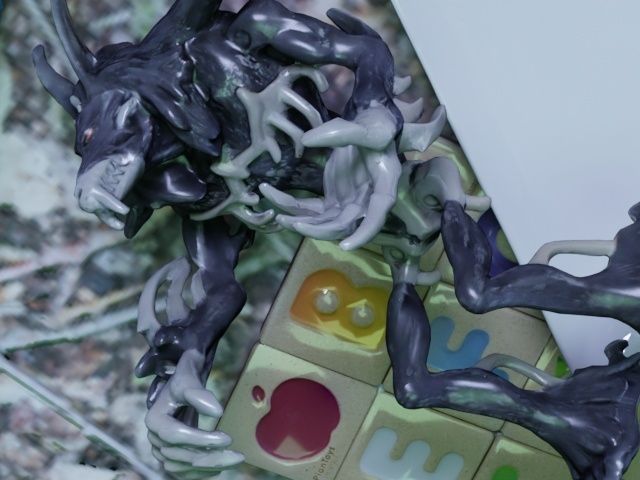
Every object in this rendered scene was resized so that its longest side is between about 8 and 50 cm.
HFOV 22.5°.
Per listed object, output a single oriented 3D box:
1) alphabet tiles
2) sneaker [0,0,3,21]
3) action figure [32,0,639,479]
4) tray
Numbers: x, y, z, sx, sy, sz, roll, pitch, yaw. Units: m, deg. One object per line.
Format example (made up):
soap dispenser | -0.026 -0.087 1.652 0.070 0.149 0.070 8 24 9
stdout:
alphabet tiles | 0.140 0.079 0.700 0.342 0.011 0.285 21 112 -9
sneaker | -0.176 -0.148 0.565 0.092 0.087 0.229 -10 106 11
action figure | 0.000 0.000 0.574 0.275 0.141 0.164 27 131 3
tray | 0.111 -0.082 0.609 0.145 0.030 0.270 -25 111 8
